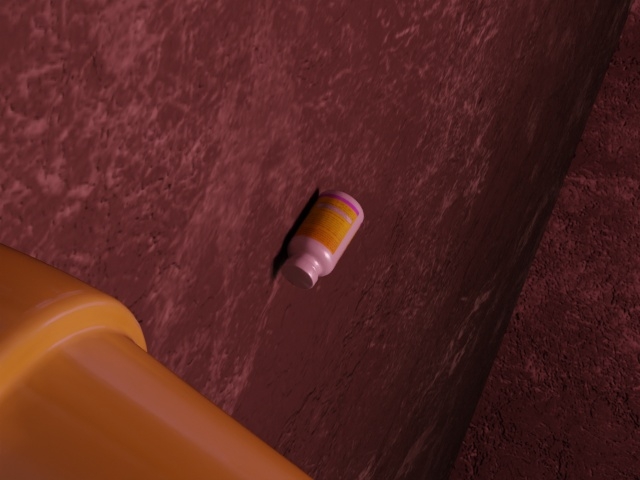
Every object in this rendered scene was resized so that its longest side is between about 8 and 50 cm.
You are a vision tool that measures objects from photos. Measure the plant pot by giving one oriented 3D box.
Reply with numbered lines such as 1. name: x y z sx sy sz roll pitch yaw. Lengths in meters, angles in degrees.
1. plant pot: -0.107 0.153 0.578 0.254 0.239 0.254 -58 162 -32

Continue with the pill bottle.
1. pill bottle: 0.000 0.000 1.104 0.083 0.043 0.043 -57 162 -32
